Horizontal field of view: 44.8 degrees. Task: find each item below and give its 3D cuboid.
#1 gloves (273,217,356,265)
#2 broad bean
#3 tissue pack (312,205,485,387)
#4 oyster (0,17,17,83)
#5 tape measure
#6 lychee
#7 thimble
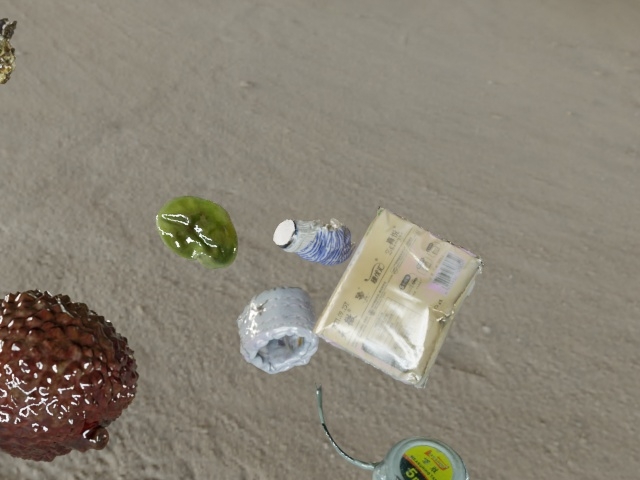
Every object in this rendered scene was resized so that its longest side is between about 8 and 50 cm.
[{"bbox_3d":[0.000,0.005,1.650,0.229,0.119,0.097,1,60,-50],"label":"gloves"},{"bbox_3d":[-0.278,-0.019,1.802,0.072,0.207,0.153,5,56,56],"label":"broad bean"},{"bbox_3d":[0.138,0.099,1.342,0.215,0.256,0.123,28,-5,11],"label":"tissue pack"},{"bbox_3d":[-0.571,-0.269,1.264,0.223,0.083,0.214,-46,20,-21],"label":"oyster"},{"bbox_3d":[0.119,0.368,1.376,0.164,0.084,0.330,-22,48,-35],"label":"tape measure"},{"bbox_3d":[-0.476,0.237,1.360,0.306,0.306,0.330,-21,68,-42],"label":"lychee"},{"bbox_3d":[-0.079,0.173,1.491,0.127,0.151,0.117,37,30,-38],"label":"thimble"}]
